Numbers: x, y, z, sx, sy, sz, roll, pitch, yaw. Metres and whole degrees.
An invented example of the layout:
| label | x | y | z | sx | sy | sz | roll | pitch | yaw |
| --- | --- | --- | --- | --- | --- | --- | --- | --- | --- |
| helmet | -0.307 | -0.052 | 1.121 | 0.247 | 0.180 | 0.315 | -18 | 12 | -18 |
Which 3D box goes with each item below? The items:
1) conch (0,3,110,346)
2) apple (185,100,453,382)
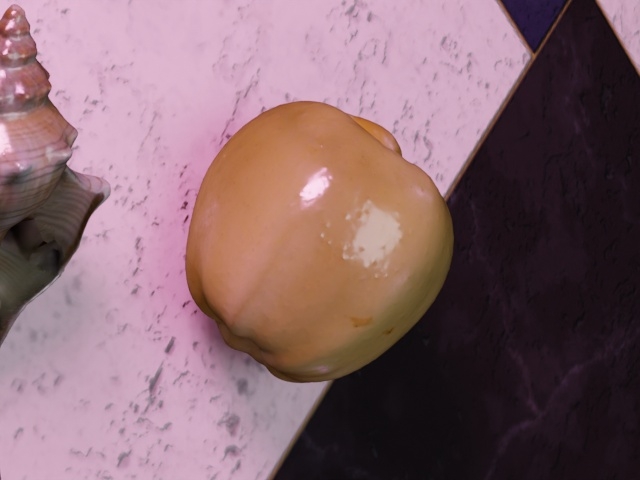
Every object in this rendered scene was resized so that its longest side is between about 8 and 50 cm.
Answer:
| label | x | y | z | sx | sy | sz | roll | pitch | yaw |
| --- | --- | --- | --- | --- | --- | --- | --- | --- | --- |
| conch | -0.201 | -0.037 | 1.036 | 0.137 | 0.114 | 0.234 | -26 | 145 | -30 |
| apple | 0.000 | 0.000 | 1.172 | 0.200 | 0.200 | 0.200 | -2 | 92 | -44 |
